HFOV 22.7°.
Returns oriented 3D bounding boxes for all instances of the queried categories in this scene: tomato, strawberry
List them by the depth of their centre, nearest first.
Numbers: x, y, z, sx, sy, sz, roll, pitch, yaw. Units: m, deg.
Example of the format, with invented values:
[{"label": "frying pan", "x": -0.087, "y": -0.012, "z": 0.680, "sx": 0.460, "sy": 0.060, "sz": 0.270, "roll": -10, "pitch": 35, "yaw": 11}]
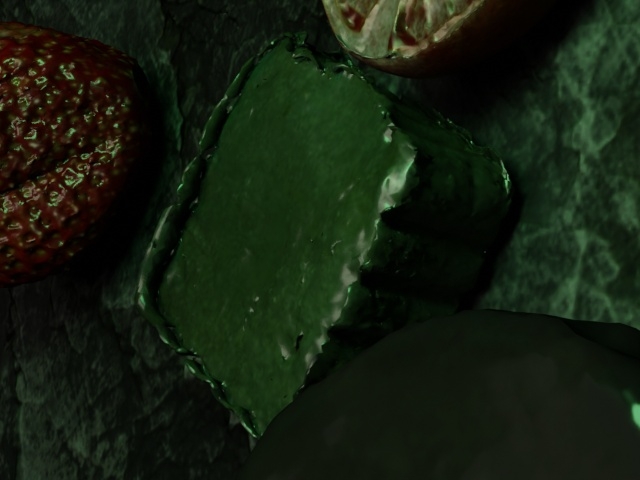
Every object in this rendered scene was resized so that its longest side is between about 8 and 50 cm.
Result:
[{"label": "tomato", "x": 0.100, "y": -0.220, "z": 1.094, "sx": 0.237, "sy": 0.095, "sz": 0.236, "roll": -15, "pitch": 68, "yaw": 42}, {"label": "strawberry", "x": -0.283, "y": -0.096, "z": 1.497, "sx": 0.288, "sy": 0.250, "sz": 0.238, "roll": -25, "pitch": 22, "yaw": 24}]

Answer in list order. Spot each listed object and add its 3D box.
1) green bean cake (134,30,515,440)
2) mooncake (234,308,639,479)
[{"label": "green bean cake", "x": 0.000, "y": 0.000, "z": 1.137, "sx": 0.241, "sy": 0.132, "sz": 0.255, "roll": 40, "pitch": 110, "yaw": 51}, {"label": "mooncake", "x": 0.128, "y": 0.225, "z": 0.816, "sx": 0.351, "sy": 0.212, "sz": 0.381, "roll": -27, "pitch": 55, "yaw": 42}]
